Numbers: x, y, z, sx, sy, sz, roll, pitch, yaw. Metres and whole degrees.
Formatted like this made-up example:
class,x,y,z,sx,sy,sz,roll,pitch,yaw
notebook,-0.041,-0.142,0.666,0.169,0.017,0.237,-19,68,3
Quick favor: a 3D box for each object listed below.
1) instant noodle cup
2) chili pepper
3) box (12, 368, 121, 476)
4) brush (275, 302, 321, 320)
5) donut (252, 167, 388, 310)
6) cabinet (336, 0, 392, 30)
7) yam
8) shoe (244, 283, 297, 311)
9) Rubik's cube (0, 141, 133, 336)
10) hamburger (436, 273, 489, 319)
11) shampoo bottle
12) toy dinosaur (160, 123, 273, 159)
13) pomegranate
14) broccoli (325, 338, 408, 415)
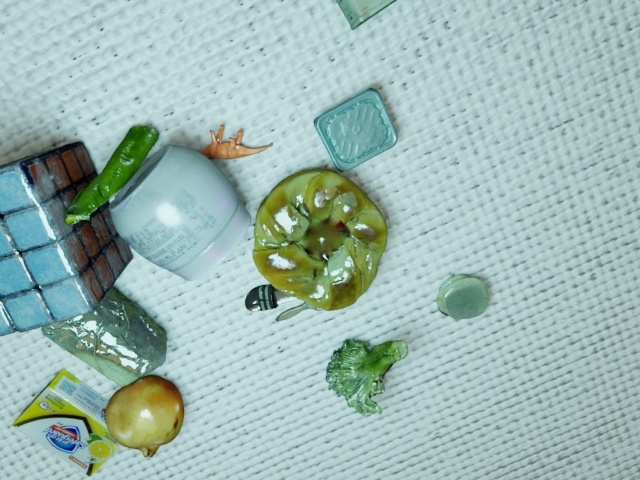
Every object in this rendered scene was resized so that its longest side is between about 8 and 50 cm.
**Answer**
class,x,y,z,sx,sy,sz,roll,pitch,yaw
instant noodle cup,0.088,-0.277,1.285,0.179,0.070,0.157,-28,107,3
chili pepper,-0.466,-0.144,1.143,0.085,0.359,0.076,6,135,8
box,-0.684,0.511,1.431,0.168,0.097,0.265,-43,105,7
brush,-0.040,0.183,1.433,0.196,0.021,0.070,-25,107,5
donut,0.000,0.000,1.307,0.360,0.170,0.360,-1,104,-3
cabinet,0.086,-0.614,1.150,0.150,0.145,0.206,-33,106,5
yam,-0.531,0.248,1.318,0.271,0.202,0.201,48,71,-10
shoe,-0.124,0.154,1.401,0.179,0.049,0.071,-14,106,0
Rubik's cube,-0.681,-0.001,1.158,0.337,0.344,0.344,-18,106,1
hamburger,0.401,0.159,1.440,0.140,0.062,0.133,-12,110,-3
shampoo bottle,-0.326,-0.064,1.207,0.273,0.273,0.266,-40,118,7
toy dinosaur,-0.259,-0.235,1.275,0.279,0.055,0.101,4,128,-8
pomegranate,-0.472,0.465,1.379,0.209,0.209,0.209,-1,106,-4
broccoli,0.125,0.362,1.356,0.177,0.275,0.198,17,72,-23
